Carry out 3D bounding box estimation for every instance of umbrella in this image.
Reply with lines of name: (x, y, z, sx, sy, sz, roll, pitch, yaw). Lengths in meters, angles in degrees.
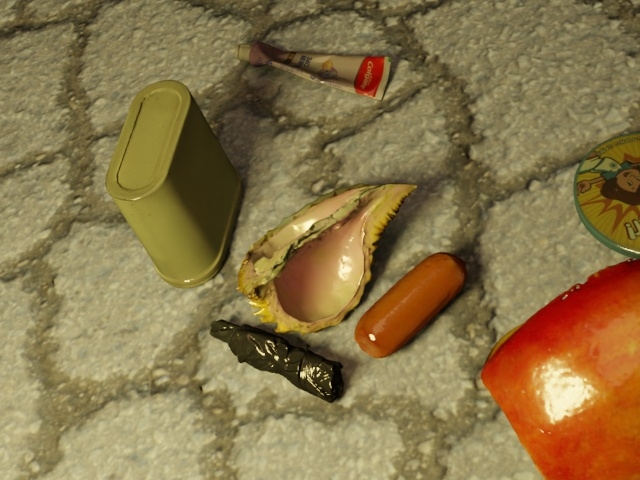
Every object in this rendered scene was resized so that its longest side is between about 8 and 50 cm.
umbrella: (-0.069, 0.169, 1.450, 0.235, 0.059, 0.066, 18, 107, 30)

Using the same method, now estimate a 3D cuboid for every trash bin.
trash bin: (-0.224, -0.088, 1.551, 0.121, 0.247, 0.243, 2, 57, 17)

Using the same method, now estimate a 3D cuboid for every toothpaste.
toothpaste: (-0.018, -0.312, 1.759, 0.301, 0.048, 0.075, 14, 59, 23)

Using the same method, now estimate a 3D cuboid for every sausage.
sausage: (0.133, 0.089, 1.428, 0.197, 0.076, 0.076, -42, 56, -14)

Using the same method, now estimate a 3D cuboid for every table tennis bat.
table tennis bat: (0.506, -0.040, 1.420, 0.215, 0.044, 0.329, -33, 52, -7)

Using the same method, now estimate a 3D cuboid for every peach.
peach: (0.392, 0.177, 1.158, 0.380, 0.306, 0.242, -19, 47, -2)

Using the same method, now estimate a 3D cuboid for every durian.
durian: (-0.013, 0.005, 1.491, 0.305, 0.186, 0.195, -44, 37, -18)
